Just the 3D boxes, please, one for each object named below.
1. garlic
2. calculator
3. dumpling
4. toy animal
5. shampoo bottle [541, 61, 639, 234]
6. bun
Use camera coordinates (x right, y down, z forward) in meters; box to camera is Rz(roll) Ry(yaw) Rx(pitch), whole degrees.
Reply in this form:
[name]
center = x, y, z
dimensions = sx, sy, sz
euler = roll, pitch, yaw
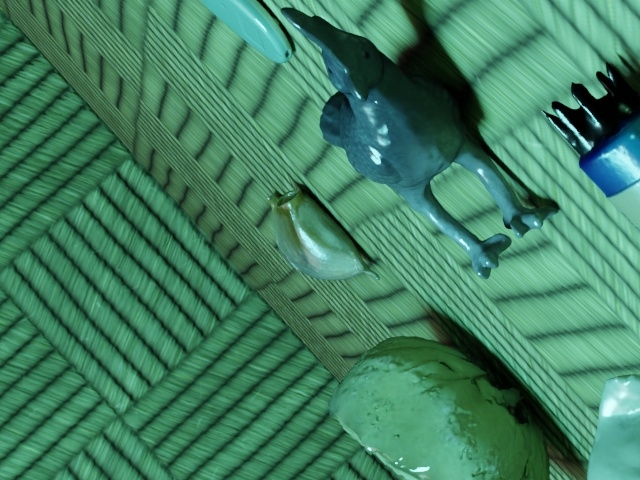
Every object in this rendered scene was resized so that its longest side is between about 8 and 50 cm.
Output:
[garlic]
center = -0.006, 0.005, 2.056
dimensions = 0.152, 0.066, 0.084
euler = 50, 170, 1
[calculator]
center = -0.079, -0.208, 1.577
dimensions = 0.153, 0.021, 0.095
euler = 42, 170, 18
[dumpling]
center = 0.265, 0.177, 1.353
dimensions = 0.127, 0.108, 0.188
euler = 7, 126, 43
[toy animal]
center = 0.068, -0.063, 1.293
dimensions = 0.206, 0.081, 0.367
euler = 43, 179, 6
[shampoo bottle]
center = 0.192, -0.014, 0.954
dimensions = 0.183, 0.050, 0.087
euler = 48, 175, -1
[bun]
center = 0.139, 0.198, 1.913
dimensions = 0.259, 0.152, 0.259
euler = 36, 178, 2
